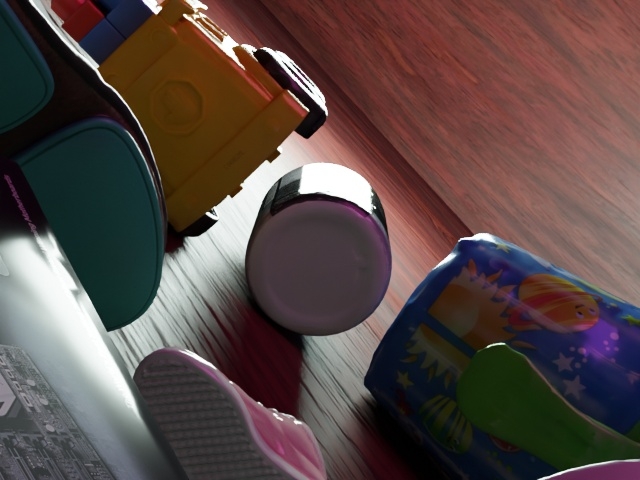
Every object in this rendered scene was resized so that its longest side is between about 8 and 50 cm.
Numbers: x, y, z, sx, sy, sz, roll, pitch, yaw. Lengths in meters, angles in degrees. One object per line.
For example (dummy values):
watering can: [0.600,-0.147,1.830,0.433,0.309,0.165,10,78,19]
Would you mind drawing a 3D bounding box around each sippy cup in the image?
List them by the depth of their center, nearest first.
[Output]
sippy cup: [0.167,0.117,0.929,0.224,0.240,0.305,36,-30,13]

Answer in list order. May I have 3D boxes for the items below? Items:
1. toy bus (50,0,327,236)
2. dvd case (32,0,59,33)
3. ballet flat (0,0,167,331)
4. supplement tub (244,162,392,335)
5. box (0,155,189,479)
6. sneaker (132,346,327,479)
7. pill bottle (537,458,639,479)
toy bus: [-0.116,-0.130,0.929,0.211,0.149,0.220,45,9,-8]
dvd case: [-0.278,-0.196,0.939,0.180,0.022,0.253,34,15,-45]
ballet flat: [-0.143,-0.068,0.540,0.096,0.095,0.280,60,-8,38]
supplement tub: [0.000,0.000,0.975,0.117,0.117,0.190,43,10,-8]
box: [-0.145,0.054,0.330,0.242,0.076,0.307,31,17,-53]
sneaker: [-0.044,0.103,0.604,0.134,0.051,0.070,46,9,-10]
pill bottle: [0.111,0.212,0.281,0.169,0.169,0.301,35,28,-40]
